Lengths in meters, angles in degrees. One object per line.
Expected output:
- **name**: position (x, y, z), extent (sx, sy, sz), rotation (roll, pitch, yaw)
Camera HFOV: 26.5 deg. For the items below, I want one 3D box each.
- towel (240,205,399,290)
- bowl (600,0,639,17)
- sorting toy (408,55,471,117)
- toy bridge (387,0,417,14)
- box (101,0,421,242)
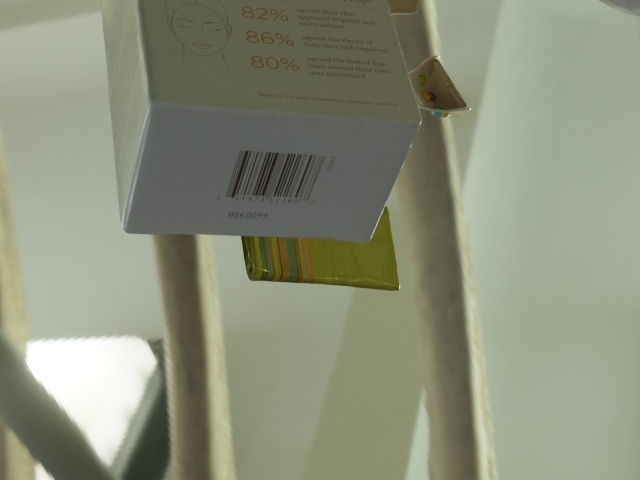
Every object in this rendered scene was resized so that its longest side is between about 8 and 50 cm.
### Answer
- **towel**: position (0.000, 0.000, 1.449), extent (0.021, 0.102, 0.237), rotation (-16, 165, 39)
- **bowl**: position (0.312, -0.274, 1.090), extent (0.298, 0.298, 0.134), rotation (-12, -129, 11)
- **sorting toy**: position (0.136, -0.186, 1.705), extent (0.045, 0.083, 0.075), rotation (-39, 164, 34)
- **toy bridge**: position (0.005, -0.159, 0.921), extent (0.063, 0.026, 0.188), rotation (-4, -175, -17)
- **box**: position (-0.037, -0.093, 0.689), extent (0.130, 0.091, 0.170), rotation (3, -131, -17)
